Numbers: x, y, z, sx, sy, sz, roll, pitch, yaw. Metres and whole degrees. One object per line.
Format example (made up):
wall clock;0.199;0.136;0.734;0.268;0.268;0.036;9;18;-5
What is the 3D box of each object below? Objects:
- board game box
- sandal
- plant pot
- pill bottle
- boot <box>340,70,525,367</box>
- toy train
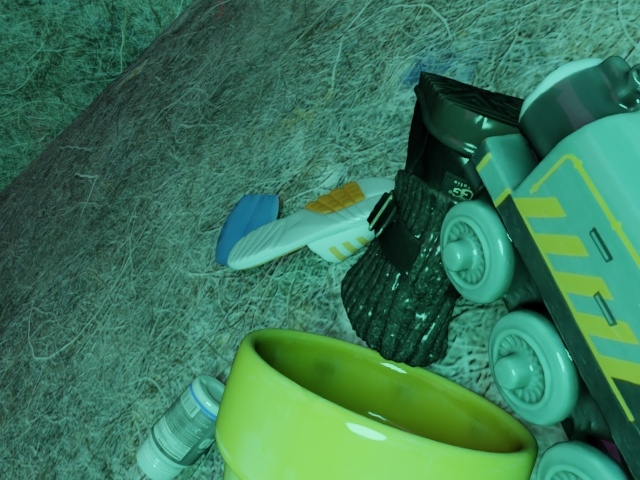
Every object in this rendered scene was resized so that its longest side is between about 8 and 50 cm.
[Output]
board game box;-0.115;-0.011;0.971;0.169;0.033;0.133;6;71;54
sandal;-0.001;-0.006;0.804;0.265;0.076;0.102;-22;31;15
plant pot;0.019;0.228;0.481;0.254;0.254;0.238;19;91;52
pill bottle;-0.182;0.257;0.784;0.137;0.078;0.078;-48;37;6
boot;0.127;-0.045;0.657;0.348;0.131;0.260;-56;-15;-65
toy train;0.194;0.050;0.349;0.190;0.142;0.333;117;140;-56
